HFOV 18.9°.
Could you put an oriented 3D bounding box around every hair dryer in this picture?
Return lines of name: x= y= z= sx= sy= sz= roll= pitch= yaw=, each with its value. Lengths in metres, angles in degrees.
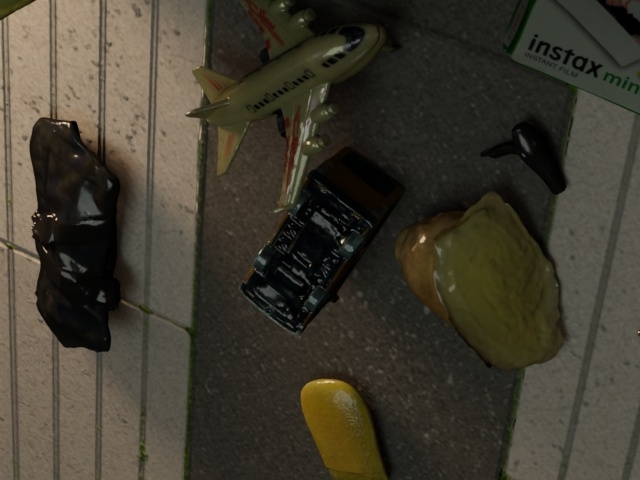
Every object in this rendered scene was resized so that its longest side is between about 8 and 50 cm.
hair dryer: x=0.190 y=-0.077 z=1.828 sx=0.083 sy=0.031 sz=0.079 roll=-1 pitch=128 yaw=53

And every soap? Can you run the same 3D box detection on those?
soap: x=0.032 y=0.226 z=2.143 sx=0.089 sy=0.033 sz=0.168 roll=-2 pitch=119 yaw=40

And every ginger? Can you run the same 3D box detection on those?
ginger: x=0.153 y=0.050 z=1.902 sx=0.122 sy=0.115 sz=0.193 roll=8 pitch=135 yaw=58

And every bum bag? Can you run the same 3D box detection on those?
bum bag: x=-0.281 y=0.001 z=2.192 sx=0.137 sy=0.074 sz=0.310 roll=29 pitch=133 yaw=30

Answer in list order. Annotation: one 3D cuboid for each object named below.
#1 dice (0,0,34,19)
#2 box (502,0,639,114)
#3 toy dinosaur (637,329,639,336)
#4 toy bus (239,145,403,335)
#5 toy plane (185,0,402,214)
dice: x=-0.302 y=-0.356 z=1.848 sx=0.238 sy=0.227 sz=0.233 roll=-18 pitch=108 yaw=43
box: x=0.268 y=-0.217 z=1.565 sx=0.180 sy=0.103 sz=0.250 roll=24 pitch=143 yaw=4
toy dinosaur: x=0.441 y=-0.041 z=1.538 sx=0.432 sy=0.208 sz=0.097 roll=-14 pitch=146 yaw=3
toy bus: x=0.000 y=0.000 z=1.960 sx=0.091 sy=0.103 sz=0.182 roll=38 pitch=129 yaw=7
toy plane: x=-0.028 y=-0.157 z=1.860 sx=0.256 sy=0.104 sz=0.242 roll=-20 pitch=76 yaw=34
